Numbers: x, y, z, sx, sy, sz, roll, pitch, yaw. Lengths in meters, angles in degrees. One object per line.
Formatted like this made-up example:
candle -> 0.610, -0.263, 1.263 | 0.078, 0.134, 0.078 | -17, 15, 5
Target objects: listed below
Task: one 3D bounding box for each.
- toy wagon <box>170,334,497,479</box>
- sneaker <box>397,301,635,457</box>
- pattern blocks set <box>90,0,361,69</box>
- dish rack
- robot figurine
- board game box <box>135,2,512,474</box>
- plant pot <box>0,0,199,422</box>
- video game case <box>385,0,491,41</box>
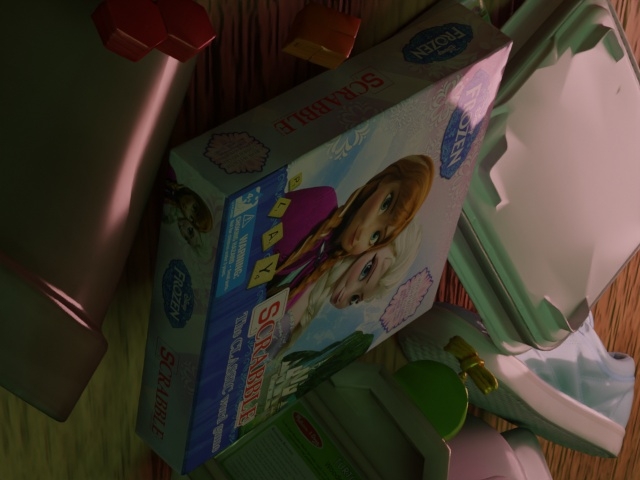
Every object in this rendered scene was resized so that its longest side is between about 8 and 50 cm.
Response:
toy wagon -> 0.022, 0.223, 1.502 | 0.344, 0.267, 0.068 | -36, 163, -10
sneaker -> 0.221, 0.115, 1.705 | 0.366, 0.135, 0.150 | 33, 70, -44
pattern blocks set -> -0.071, -0.234, 1.046 | 0.325, 0.285, 0.026 | -12, 160, -48
dish rack -> 0.236, -0.061, 1.508 | 0.285, 0.072, 0.333 | -48, 132, -17
robot figurine -> 0.089, 0.304, 1.667 | 0.353, 0.200, 0.300 | -14, 166, -30
board game box -> 0.000, 0.000, 1.264 | 0.318, 0.066, 0.319 | -32, 149, -36
plant pot -> -0.232, -0.080, 1.043 | 0.280, 0.323, 0.323 | -58, 141, -11
video game case -> 0.085, -0.111, 1.453 | 0.212, 0.023, 0.193 | -37, 139, -7
